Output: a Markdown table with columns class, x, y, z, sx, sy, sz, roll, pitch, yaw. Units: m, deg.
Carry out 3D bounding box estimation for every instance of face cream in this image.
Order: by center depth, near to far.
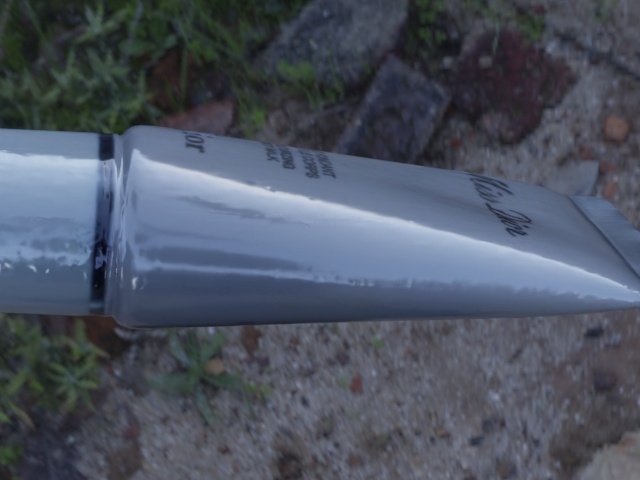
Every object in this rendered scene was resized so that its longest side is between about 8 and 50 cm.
| class | x | y | z | sx | sy | sz | roll | pitch | yaw |
| --- | --- | --- | --- | --- | --- | --- | --- | --- | --- |
| face cream | 0.000 | 0.000 | 0.687 | 0.314 | 0.143 | 0.089 | 4 | 108 | -11 |
